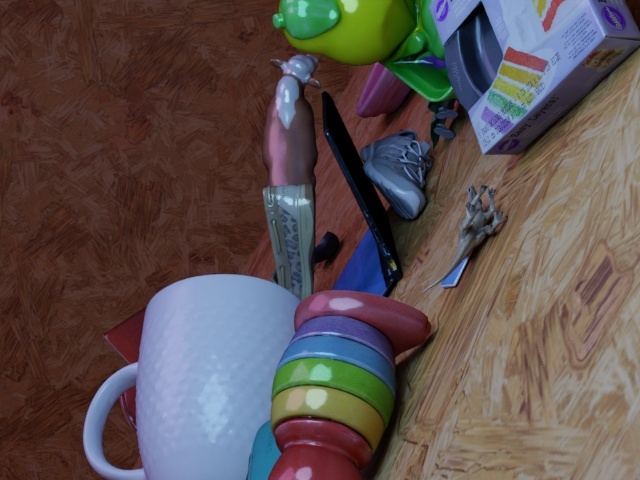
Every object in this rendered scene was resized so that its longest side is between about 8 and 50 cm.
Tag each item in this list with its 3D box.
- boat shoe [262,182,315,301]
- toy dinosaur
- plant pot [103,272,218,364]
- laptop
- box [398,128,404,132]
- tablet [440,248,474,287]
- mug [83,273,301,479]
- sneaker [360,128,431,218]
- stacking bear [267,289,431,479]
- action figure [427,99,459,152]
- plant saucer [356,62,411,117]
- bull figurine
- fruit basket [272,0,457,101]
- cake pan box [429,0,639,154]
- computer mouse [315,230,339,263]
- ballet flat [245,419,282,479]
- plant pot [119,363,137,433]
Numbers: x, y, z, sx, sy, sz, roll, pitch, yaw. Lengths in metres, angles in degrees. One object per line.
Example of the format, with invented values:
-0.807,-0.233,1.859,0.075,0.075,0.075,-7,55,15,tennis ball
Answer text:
-0.055,0.035,1.687,0.105,0.089,0.285,-92,4,-67,boat shoe
0.191,-0.008,1.258,0.183,0.053,0.093,-62,-1,-38,toy dinosaur
-0.204,0.226,1.901,0.236,0.267,0.267,-44,-26,-9,plant pot
0.000,0.000,1.721,0.236,0.408,0.382,-25,16,7,laptop
0.151,-0.187,2.108,0.083,0.018,0.067,-50,15,51,box
0.185,0.024,1.304,0.083,0.006,0.054,-62,9,-10,tablet
-0.199,0.271,1.572,0.276,0.374,0.328,64,-160,-50,mug
0.141,-0.134,1.726,0.115,0.105,0.281,-36,25,9,sneaker
0.014,0.219,1.206,0.175,0.164,0.289,126,164,-50,stacking bear
0.230,-0.282,1.759,0.137,0.063,0.232,94,-172,-51,action figure
0.194,-0.434,2.380,0.332,0.084,0.332,-63,6,12,plant saucer
-0.051,-0.178,1.792,0.188,0.101,0.311,84,-170,-71,bull figurine
0.113,-0.379,1.516,0.283,0.392,0.392,-58,9,16,fruit basket
0.253,-0.271,1.242,0.267,0.070,0.246,-46,51,54,cake pan box
-0.003,0.042,2.223,0.071,0.041,0.242,-55,-1,-22,computer mouse
-0.061,0.361,1.263,0.116,0.124,0.342,-22,18,19,ballet flat
-0.259,0.298,2.197,0.265,0.272,0.272,-44,17,34,plant pot
